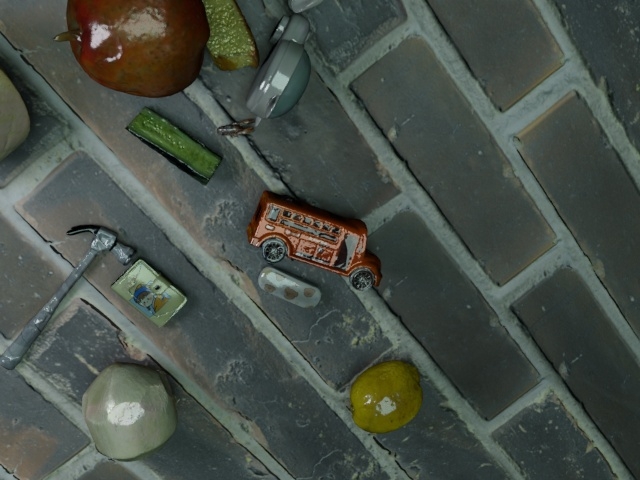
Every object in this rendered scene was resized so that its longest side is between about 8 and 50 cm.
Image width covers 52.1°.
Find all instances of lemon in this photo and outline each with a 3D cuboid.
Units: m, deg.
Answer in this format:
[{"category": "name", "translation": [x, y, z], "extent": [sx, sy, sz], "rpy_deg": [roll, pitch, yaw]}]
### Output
[{"category": "lemon", "translation": [0.170, 0.402, 1.685], "extent": [0.207, 0.170, 0.170], "rpy_deg": [-26, 110, -7]}]

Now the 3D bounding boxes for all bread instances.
[{"category": "bread", "translation": [-0.200, -0.438, 1.368], "extent": [0.103, 0.065, 0.187], "rpy_deg": [-22, 89, -2]}]

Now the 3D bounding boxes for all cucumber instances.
[{"category": "cucumber", "translation": [-0.326, -0.207, 1.457], "extent": [0.211, 0.062, 0.078], "rpy_deg": [33, 66, -12]}]

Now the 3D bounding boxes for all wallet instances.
[{"category": "wallet", "translation": [-0.405, 0.125, 1.557], "extent": [0.110, 0.039, 0.155], "rpy_deg": [-43, 111, 7]}]

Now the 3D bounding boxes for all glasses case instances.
[{"category": "glasses case", "translation": [-0.075, 0.116, 1.611], "extent": [0.164, 0.041, 0.063], "rpy_deg": [26, 102, -16]}]

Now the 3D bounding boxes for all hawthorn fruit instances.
[{"category": "hawthorn fruit", "translation": [-0.371, -0.407, 1.256], "extent": [0.298, 0.277, 0.277], "rpy_deg": [-24, 114, -34]}]

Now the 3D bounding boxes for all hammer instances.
[{"category": "hammer", "translation": [-0.609, 0.145, 1.527], "extent": [0.152, 0.044, 0.427], "rpy_deg": [35, 99, -18]}]

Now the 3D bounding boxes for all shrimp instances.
[{"category": "shrimp", "translation": [-0.186, -0.249, 1.476], "extent": [0.092, 0.038, 0.029], "rpy_deg": [-19, 153, -4]}]

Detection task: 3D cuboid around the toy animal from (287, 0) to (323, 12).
[{"category": "toy animal", "translation": [-0.052, -0.577, 1.342], "extent": [0.193, 0.127, 0.178], "rpy_deg": [35, 96, -18]}]

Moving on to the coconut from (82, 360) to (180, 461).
[{"category": "coconut", "translation": [-0.450, 0.391, 1.546], "extent": [0.224, 0.224, 0.234], "rpy_deg": [-2, 109, -9]}]

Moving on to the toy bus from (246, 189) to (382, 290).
[{"category": "toy bus", "translation": [0.000, 0.000, 1.535], "extent": [0.329, 0.143, 0.153], "rpy_deg": [20, 101, -13]}]

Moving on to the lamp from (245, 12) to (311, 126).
[{"category": "lamp", "translation": [-0.076, -0.360, 1.391], "extent": [0.108, 0.179, 0.246], "rpy_deg": [22, 83, -20]}]

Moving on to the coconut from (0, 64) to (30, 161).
[{"category": "coconut", "translation": [-0.725, -0.263, 1.259], "extent": [0.329, 0.329, 0.328], "rpy_deg": [-3, 108, -9]}]
